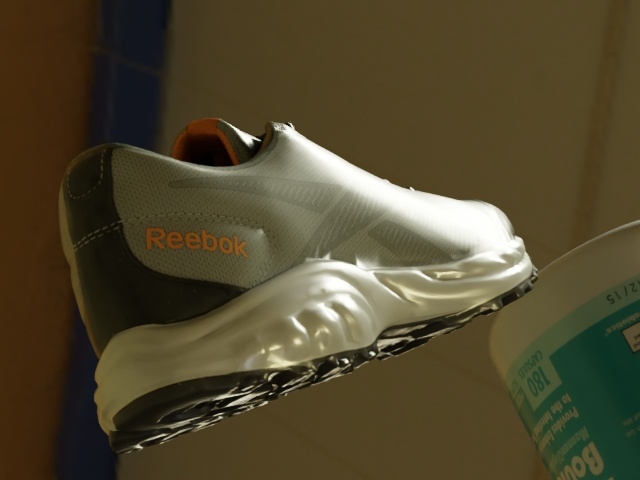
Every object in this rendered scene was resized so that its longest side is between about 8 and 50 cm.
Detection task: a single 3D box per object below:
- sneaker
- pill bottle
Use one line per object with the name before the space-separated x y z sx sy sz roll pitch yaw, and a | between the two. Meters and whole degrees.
sneaker | 0.000 0.000 0.672 0.100 0.271 0.108 -26 -98 28
pill bottle | 0.202 0.128 0.888 0.146 0.146 0.264 -51 -124 43
